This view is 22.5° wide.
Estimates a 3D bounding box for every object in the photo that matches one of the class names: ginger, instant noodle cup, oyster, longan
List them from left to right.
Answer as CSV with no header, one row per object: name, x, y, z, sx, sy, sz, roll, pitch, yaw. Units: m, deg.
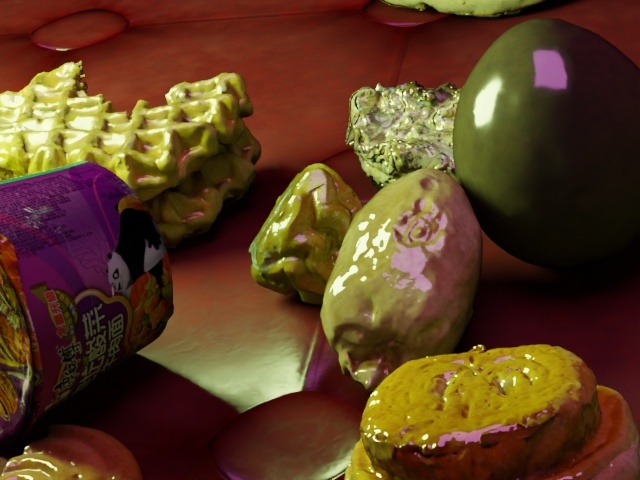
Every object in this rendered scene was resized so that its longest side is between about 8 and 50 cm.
instant noodle cup,-0.271,0.043,1.510,0.251,0.251,0.190,18,31,39
ginger,0.085,0.029,1.516,0.138,0.152,0.267,10,38,16
oyster,0.148,-0.112,1.797,0.259,0.092,0.198,17,43,34
longan,0.233,-0.098,1.580,0.248,0.248,0.248,-7,30,4

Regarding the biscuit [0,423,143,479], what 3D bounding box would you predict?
biscuit,-0.228,0.230,1.362,0.144,0.033,0.224,7,34,27

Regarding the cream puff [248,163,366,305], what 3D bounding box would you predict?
cream puff,0.000,0.000,1.623,0.116,0.146,0.146,34,36,-4

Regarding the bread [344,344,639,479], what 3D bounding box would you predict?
bread,0.133,0.164,1.273,0.236,0.120,0.198,-9,17,8

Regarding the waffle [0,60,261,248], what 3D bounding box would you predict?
waffle,-0.237,-0.097,1.818,0.324,0.151,0.261,5,37,30

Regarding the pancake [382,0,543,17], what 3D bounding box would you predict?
pancake,0.225,-0.419,2.323,0.382,0.071,0.382,-7,30,4
